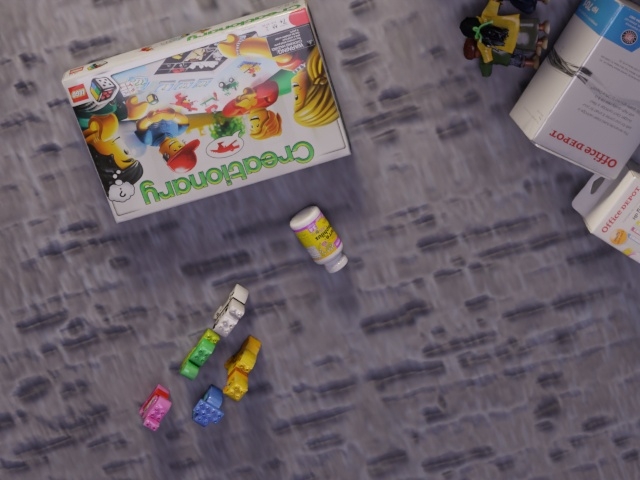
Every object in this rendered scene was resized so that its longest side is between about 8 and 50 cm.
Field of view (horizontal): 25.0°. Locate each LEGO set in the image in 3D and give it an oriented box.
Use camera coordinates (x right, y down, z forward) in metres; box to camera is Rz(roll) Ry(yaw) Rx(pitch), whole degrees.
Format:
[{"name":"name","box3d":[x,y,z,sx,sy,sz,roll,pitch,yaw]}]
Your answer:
[{"name":"LEGO set","box3d":[-0.139,0.180,1.858,0.087,0.093,0.227,33,108,-15]}]

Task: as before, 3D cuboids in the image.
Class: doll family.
[{"name":"doll family","box3d":[0.215,-0.279,1.692,0.111,0.076,0.193,6,110,-2]}]

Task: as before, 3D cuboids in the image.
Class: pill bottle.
[{"name":"pill bottle","box3d":[0.000,0.000,1.814,0.043,0.043,0.083,-31,111,10]}]

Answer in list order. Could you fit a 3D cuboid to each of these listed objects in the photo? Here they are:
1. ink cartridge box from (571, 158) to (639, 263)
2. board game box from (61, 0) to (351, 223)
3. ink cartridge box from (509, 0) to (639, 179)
[{"name":"ink cartridge box","box3d":[0.394,-0.034,1.791,0.143,0.090,0.092,30,109,-14]},{"name":"board game box","box3d":[-0.134,-0.154,1.738,0.305,0.053,0.193,-17,113,5]},{"name":"ink cartridge box","box3d":[0.338,-0.187,1.712,0.139,0.082,0.191,21,113,-29]}]
